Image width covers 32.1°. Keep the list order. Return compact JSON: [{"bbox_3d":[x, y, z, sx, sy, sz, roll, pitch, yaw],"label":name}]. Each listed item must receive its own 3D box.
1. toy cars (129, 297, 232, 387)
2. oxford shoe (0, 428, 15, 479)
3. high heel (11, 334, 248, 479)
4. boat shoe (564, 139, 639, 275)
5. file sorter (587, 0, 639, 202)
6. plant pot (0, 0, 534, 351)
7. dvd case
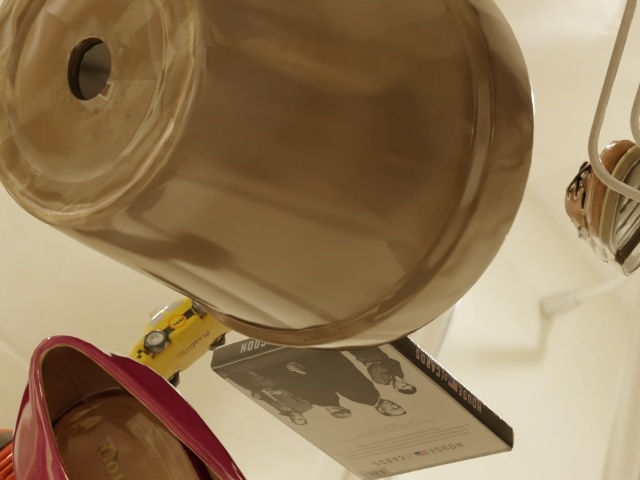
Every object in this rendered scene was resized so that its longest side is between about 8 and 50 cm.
[{"bbox_3d":[-0.260,0.229,1.646,0.087,0.393,0.176,30,8,33],"label":"toy cars"},{"bbox_3d":[-0.187,0.266,0.878,0.271,0.097,0.098,46,-62,5],"label":"oxford shoe"},{"bbox_3d":[-0.024,0.209,0.494,0.377,0.127,0.181,42,-21,26],"label":"high heel"},{"bbox_3d":[0.348,-0.045,1.369,0.104,0.110,0.307,39,-9,26],"label":"boat shoe"},{"bbox_3d":[0.350,-0.125,0.799,0.193,0.278,0.173,31,-51,32],"label":"file sorter"},{"bbox_3d":[-0.062,-0.088,0.758,0.323,0.323,0.280,-11,-12,35],"label":"plant pot"},{"bbox_3d":[0.042,0.148,1.029,0.179,0.029,0.239,-20,-46,34],"label":"dvd case"}]
